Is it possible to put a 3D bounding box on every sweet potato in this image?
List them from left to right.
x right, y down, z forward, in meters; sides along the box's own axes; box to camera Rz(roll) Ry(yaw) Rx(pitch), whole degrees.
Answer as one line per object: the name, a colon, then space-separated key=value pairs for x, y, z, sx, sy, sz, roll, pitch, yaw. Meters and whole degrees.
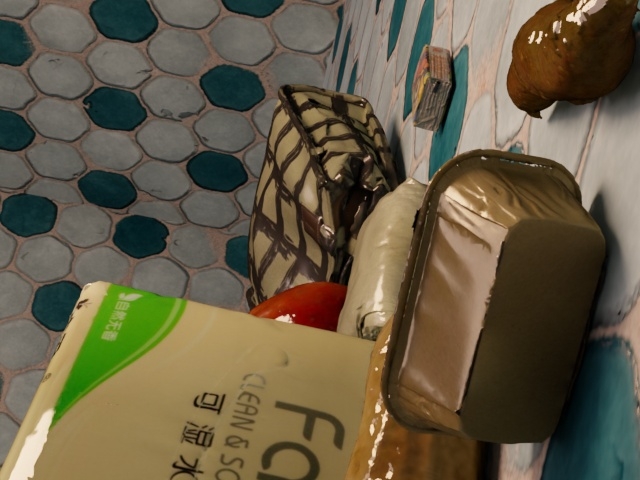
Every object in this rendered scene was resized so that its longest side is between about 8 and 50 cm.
sweet potato: x=0.147 y=-0.110 z=0.785 sx=0.274 sy=0.067 sz=0.067 roll=87 pitch=-167 yaw=-87

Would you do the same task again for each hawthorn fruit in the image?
hawthorn fruit: x=-0.003 y=0.122 z=1.368 sx=0.202 sy=0.185 sz=0.185 roll=-50 pitch=21 yaw=34

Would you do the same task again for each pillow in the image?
pillow: x=0.069 y=0.036 z=1.259 sx=0.134 sy=0.078 sz=0.181 roll=115 pitch=168 yaw=-60

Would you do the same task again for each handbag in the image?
handbag: x=0.000 y=0.000 z=1.674 sx=0.327 sy=0.163 sz=0.325 roll=-104 pitch=23 yaw=-66

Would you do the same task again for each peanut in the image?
peanut: x=0.068 y=0.141 z=0.912 sx=0.108 sy=0.095 sz=0.226 roll=119 pitch=162 yaw=-64

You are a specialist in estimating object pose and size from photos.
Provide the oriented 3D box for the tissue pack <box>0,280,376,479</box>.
tissue pack: x=-0.092 y=0.243 z=1.001 sx=0.405 sy=0.332 sz=0.205 roll=-77 pitch=0 yaw=-51

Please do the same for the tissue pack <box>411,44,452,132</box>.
tissue pack: x=0.118 y=-0.162 z=1.376 sx=0.083 sy=0.035 sz=0.063 roll=-83 pitch=6 yaw=-55

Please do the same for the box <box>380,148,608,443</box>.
box: x=0.099 y=0.038 z=0.756 sx=0.111 sy=0.111 sz=0.177 roll=-100 pitch=22 yaw=-77
